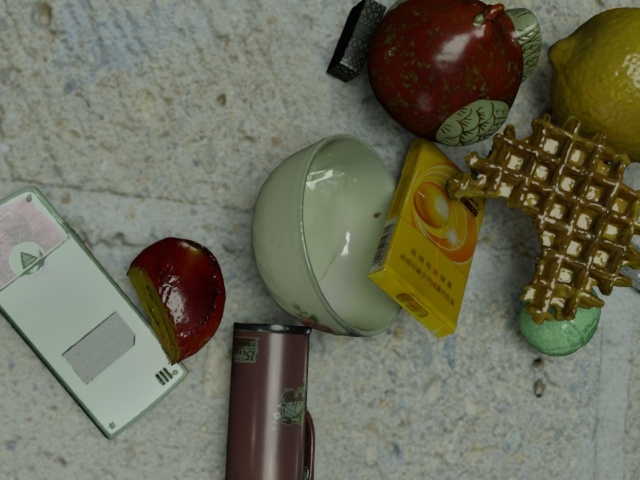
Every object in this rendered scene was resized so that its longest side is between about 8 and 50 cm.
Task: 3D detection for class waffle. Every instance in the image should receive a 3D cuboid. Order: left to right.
[{"bbox_3d":[0.346,-0.041,1.292,0.260,0.069,0.293,-29,89,-9],"label":"waffle"}]

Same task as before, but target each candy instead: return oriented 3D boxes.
[{"bbox_3d":[0.461,-0.006,1.387,0.119,0.119,0.440,40,80,-9],"label":"candy"}]

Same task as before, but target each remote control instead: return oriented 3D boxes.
[{"bbox_3d":[-0.336,0.094,1.193,0.145,0.050,0.344,-39,96,-16],"label":"remote control"}]

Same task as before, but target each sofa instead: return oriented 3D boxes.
[{"bbox_3d":[0.054,-0.301,1.337,0.039,0.060,0.118,26,78,-19],"label":"sofa"}]

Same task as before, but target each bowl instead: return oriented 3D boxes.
[{"bbox_3d":[0.000,0.000,1.225,0.277,0.145,0.277,16,71,-54],"label":"bowl"}]

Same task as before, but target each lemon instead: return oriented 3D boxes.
[{"bbox_3d":[0.468,-0.238,1.360,0.253,0.228,0.228,28,78,-27],"label":"lemon"}]

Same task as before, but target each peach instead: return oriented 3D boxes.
[{"bbox_3d":[-0.187,0.074,1.194,0.127,0.092,0.172,9,59,-31],"label":"peach"}]

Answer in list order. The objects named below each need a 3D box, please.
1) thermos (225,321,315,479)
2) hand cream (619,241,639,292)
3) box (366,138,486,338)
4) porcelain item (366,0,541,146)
[{"bbox_3d":[-0.072,0.282,1.234,0.110,0.136,0.330,2,84,12],"label":"thermos"},{"bbox_3d":[0.532,0.047,1.448,0.257,0.050,0.084,26,76,0],"label":"hand cream"},{"bbox_3d":[0.161,-0.010,1.276,0.152,0.043,0.269,41,48,-24],"label":"box"},{"bbox_3d":[0.197,-0.265,1.269,0.253,0.253,0.253,1,85,-16],"label":"porcelain item"}]
